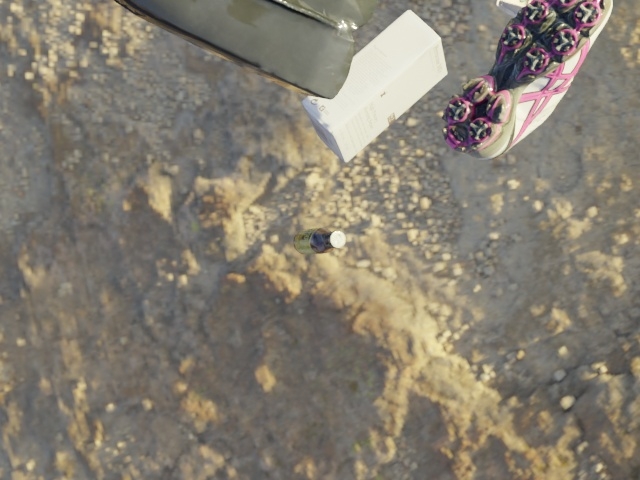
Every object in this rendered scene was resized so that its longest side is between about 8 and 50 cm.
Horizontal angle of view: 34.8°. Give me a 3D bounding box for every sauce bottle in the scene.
[{"bbox_3d":[0.000,0.000,1.559,0.128,0.042,0.042,-7,93,63],"label":"sauce bottle"}]

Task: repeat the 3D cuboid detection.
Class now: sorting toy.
[{"bbox_3d":[0.279,-0.314,1.294,0.083,0.045,0.075,27,93,29],"label":"sorting toy"}]

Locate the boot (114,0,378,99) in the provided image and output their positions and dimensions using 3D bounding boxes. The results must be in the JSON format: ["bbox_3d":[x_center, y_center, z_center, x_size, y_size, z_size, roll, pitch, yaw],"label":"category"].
[{"bbox_3d":[-0.106,-0.409,1.218,0.367,0.445,0.146,-61,24,15],"label":"boot"}]

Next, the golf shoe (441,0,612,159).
[{"bbox_3d":[0.189,-0.149,0.903,0.186,0.086,0.067,-48,59,24],"label":"golf shoe"}]

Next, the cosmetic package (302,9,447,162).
[{"bbox_3d":[0.090,-0.243,1.626,0.231,0.117,0.085,-41,66,-4],"label":"cosmetic package"}]
